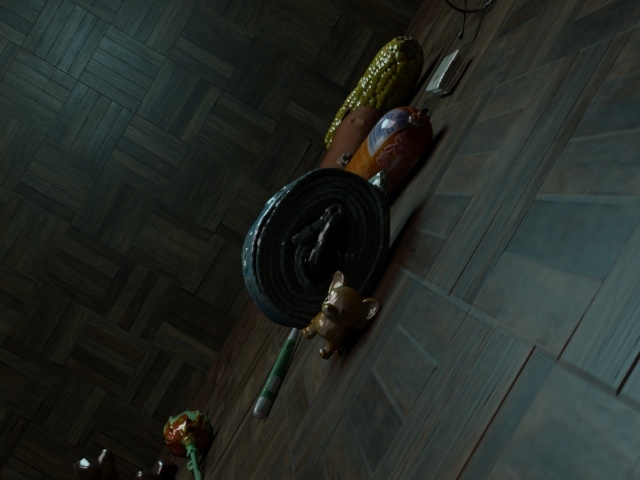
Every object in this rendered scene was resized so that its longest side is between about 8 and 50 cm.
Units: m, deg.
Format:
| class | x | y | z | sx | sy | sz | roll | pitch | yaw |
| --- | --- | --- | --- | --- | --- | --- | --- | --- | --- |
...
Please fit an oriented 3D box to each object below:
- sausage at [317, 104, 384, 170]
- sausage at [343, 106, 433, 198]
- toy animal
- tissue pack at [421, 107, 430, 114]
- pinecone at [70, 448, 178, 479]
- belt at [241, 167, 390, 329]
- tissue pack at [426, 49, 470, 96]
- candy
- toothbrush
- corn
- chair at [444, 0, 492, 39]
| class | x | y | z | sx | sy | sz | roll | pitch | yaw |
| --- | --- | --- | --- | --- | --- | --- | --- | --- | --- |
| sausage | 0.037 | -0.103 | 1.745 | 0.094 | 0.094 | 0.419 | -10 | 29 | 22 |
| sausage | 0.077 | -0.095 | 1.344 | 0.071 | 0.071 | 0.234 | -62 | 4 | -30 |
| toy animal | 0.023 | 0.069 | 1.035 | 0.081 | 0.060 | 0.083 | -8 | -41 | -47 |
| tissue pack | 0.102 | -0.116 | 1.503 | 0.138 | 0.028 | 0.085 | -61 | 3 | 40 |
| pinecone | -0.214 | 0.319 | 0.930 | 0.309 | 0.244 | 0.244 | -49 | 2 | -10 |
| belt | -0.003 | 0.008 | 1.118 | 0.082 | 0.148 | 0.163 | 146 | 126 | -73 |
| tissue pack | 0.165 | -0.215 | 1.433 | 0.056 | 0.023 | 0.108 | -59 | 4 | 4 |
| candy | -0.206 | 0.347 | 1.808 | 0.084 | 0.078 | 0.288 | -23 | 11 | -8 |
| toothbrush | -0.044 | 0.148 | 1.457 | 0.024 | 0.018 | 0.257 | -49 | 9 | 35 |
| corn | 0.101 | -0.247 | 1.956 | 0.313 | 0.102 | 0.102 | -52 | 9 | 48 |
| chair | 0.206 | -0.373 | 1.549 | 0.104 | 0.095 | 0.221 | -45 | 9 | 25 |
